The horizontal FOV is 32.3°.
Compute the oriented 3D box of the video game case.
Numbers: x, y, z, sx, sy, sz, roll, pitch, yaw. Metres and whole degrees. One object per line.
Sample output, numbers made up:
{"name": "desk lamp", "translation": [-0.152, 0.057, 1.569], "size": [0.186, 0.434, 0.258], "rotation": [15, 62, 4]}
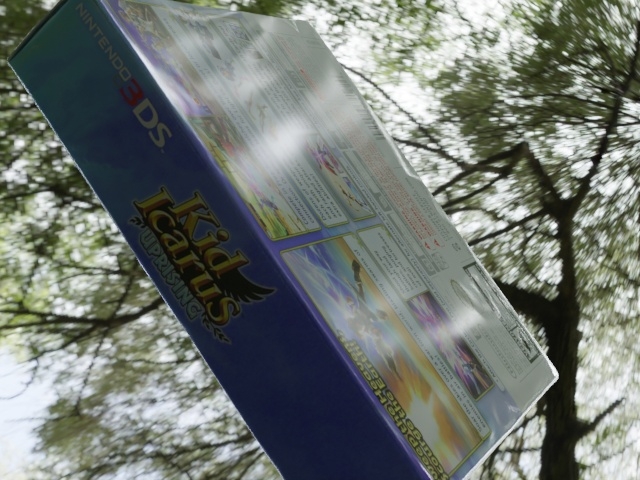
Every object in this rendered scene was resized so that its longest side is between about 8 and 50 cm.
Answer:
{"name": "video game case", "translation": [0.000, 0.000, 0.569], "size": [0.061, 0.244, 0.269], "rotation": [-38, -99, 21]}
